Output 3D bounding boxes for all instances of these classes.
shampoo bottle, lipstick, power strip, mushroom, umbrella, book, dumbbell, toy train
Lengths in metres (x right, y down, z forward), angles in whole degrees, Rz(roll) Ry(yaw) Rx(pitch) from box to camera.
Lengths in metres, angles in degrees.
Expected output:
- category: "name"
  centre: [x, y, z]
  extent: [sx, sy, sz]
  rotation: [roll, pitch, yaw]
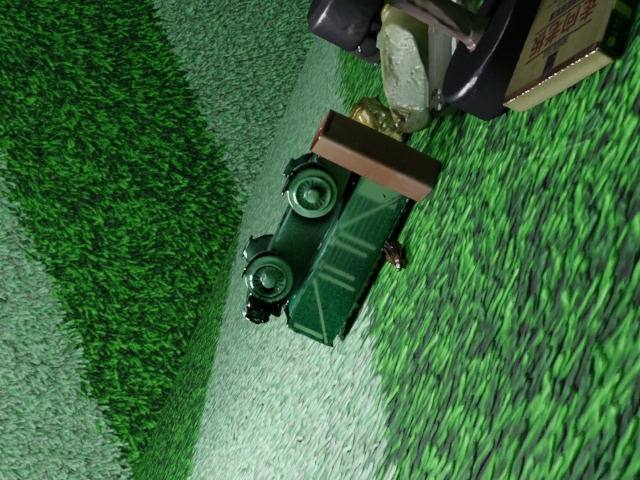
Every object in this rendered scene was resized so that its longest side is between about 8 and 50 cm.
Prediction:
- category: "shampoo bottle"
  centre: [0.097, -0.424, 2.018]
  extent: [0.246, 0.079, 0.080]
  rotation: [-84, 20, -62]
- category: "lipstick"
  centre: [0.064, -0.097, 1.161]
  extent: [0.045, 0.145, 0.045]
  rotation: [-50, 18, 56]
- category: "power strip"
  centre: [0.158, -0.280, 1.201]
  extent: [0.092, 0.034, 0.267]
  rotation: [138, 136, -70]
- category: "mushroom"
  centre: [0.124, -0.254, 1.383]
  extent: [0.087, 0.107, 0.333]
  rotation: [-25, 24, 20]
- category: "umbrella"
  centre: [0.086, 0.019, 1.144]
  extent: [0.031, 0.020, 0.083]
  rotation: [-64, 14, 11]
- category: "book"
  centre: [0.240, -0.234, 0.880]
  extent: [0.230, 0.026, 0.161]
  rotation: [-68, 12, -15]
- category: "dumbbell"
  centre: [0.112, -0.232, 1.010]
  extent: [0.152, 0.218, 0.152]
  rotation: [-61, 11, 20]
- category: "toy train"
  centre: [0.000, 0.000, 1.245]
  extent: [0.269, 0.154, 0.115]
  rotation: [-63, 8, 11]

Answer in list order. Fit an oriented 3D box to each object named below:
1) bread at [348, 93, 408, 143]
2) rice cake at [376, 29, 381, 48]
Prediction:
- category: "bread"
  centre: [0.036, -0.080, 1.462]
  extent: [0.087, 0.098, 0.269]
  rotation: [-6, -49, -51]
- category: "rice cake"
  centre: [0.155, -0.408, 1.771]
  extent: [0.226, 0.040, 0.085]
  rotation: [143, 149, -71]
